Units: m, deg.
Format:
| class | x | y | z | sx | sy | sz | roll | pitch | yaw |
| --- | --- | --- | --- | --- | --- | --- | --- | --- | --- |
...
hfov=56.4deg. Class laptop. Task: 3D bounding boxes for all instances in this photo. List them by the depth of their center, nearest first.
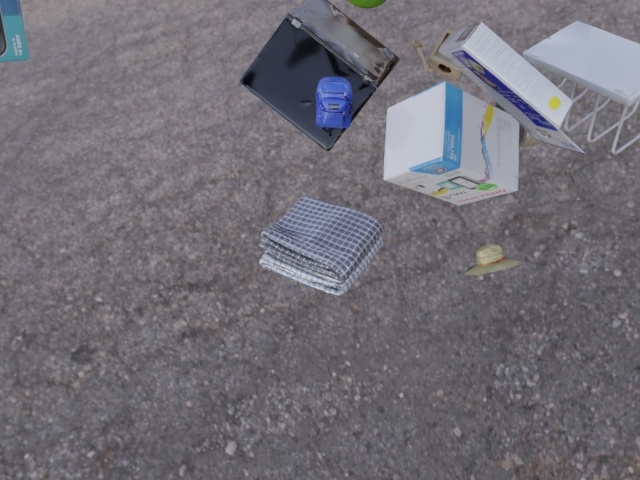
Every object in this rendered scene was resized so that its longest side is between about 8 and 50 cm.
| class | x | y | z | sx | sy | sz | roll | pitch | yaw |
| --- | --- | --- | --- | --- | --- | --- | --- | --- | --- |
| laptop | 0.009 | -0.592 | 2.066 | 0.382 | 0.236 | 0.408 | 38 | 44 | -4 |

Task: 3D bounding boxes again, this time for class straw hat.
| class | x | y | z | sx | sy | sz | roll | pitch | yaw |
| --- | --- | --- | --- | --- | --- | --- | --- | --- | --- |
| straw hat | 0.430 | 0.042 | 1.515 | 0.144 | 0.061 | 0.144 | -14 | 1 | 0 |

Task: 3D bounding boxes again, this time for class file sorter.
| class | x | y | z | sx | sy | sz | roll | pitch | yaw |
| --- | --- | --- | --- | --- | --- | --- | --- | --- | --- |
| file sorter | 0.635 | -0.352 | 1.382 | 0.193 | 0.173 | 0.278 | -33 | 50 | -19 |

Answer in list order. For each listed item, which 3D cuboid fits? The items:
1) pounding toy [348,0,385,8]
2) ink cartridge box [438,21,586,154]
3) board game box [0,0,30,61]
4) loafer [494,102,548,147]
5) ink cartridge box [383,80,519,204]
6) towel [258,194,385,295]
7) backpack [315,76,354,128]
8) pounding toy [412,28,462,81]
| class | x | y | z | sx | sy | sz | roll | pitch | yaw |
| --- | --- | --- | --- | --- | --- | --- | --- | --- | --- |
| pounding toy | 0.137 | -0.801 | 1.711 | 0.183 | 0.236 | 0.110 | -17 | 7 | -14 |
| ink cartridge box | 0.388 | -0.309 | 1.201 | 0.072 | 0.307 | 0.303 | -52 | 8 | 13 |
| board game box | -0.634 | -0.386 | 0.874 | 0.336 | 0.253 | 0.079 | -17 | 32 | -33 |
| loafer | 0.566 | -0.346 | 1.689 | 0.092 | 0.102 | 0.268 | 9 | 44 | -12 |
| ink cartridge box | 0.323 | -0.225 | 1.460 | 0.198 | 0.270 | 0.197 | -14 | 67 | 54 |
| towel | 0.000 | 0.000 | 1.610 | 0.284 | 0.121 | 0.235 | 21 | 50 | 23 |
| backpack | 0.037 | -0.347 | 1.502 | 0.098 | 0.120 | 0.101 | 1 | 27 | -3 |
| pounding toy | 0.425 | -0.657 | 2.147 | 0.206 | 0.094 | 0.181 | 28 | 80 | 10 |
